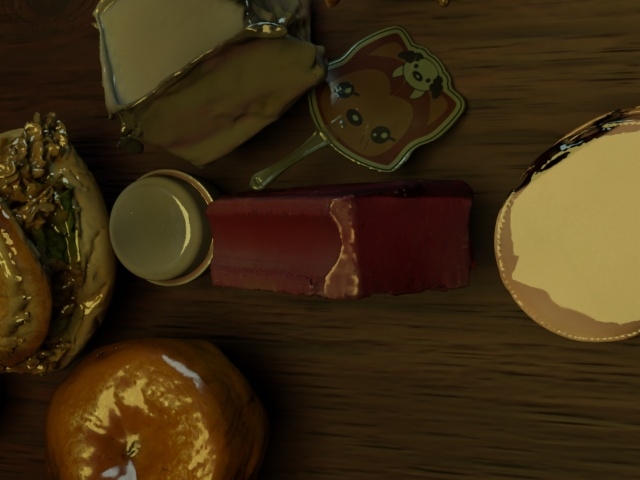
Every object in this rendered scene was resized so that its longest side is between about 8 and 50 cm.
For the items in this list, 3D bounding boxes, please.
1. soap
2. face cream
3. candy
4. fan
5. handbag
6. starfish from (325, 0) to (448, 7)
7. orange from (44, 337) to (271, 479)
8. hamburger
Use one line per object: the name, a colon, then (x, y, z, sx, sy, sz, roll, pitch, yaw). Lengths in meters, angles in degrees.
soap: (0.000, 0.000, 0.898, 0.250, 0.162, 0.099, 1, 99, 52)
face cream: (-0.146, -0.014, 0.987, 0.117, 0.104, 0.117, 2, 95, 22)
candy: (-0.105, -0.180, 0.916, 0.195, 0.137, 0.184, -33, 52, 21)
fan: (0.025, -0.110, 0.913, 0.220, 0.009, 0.132, -34, 73, -8)
handbag: (0.253, -0.018, 0.826, 0.205, 0.116, 0.179, -35, 81, 20)
starfish: (0.122, -0.296, 0.760, 0.375, 0.327, 0.094, -26, 58, 29)
orange: (-0.164, 0.214, 0.972, 0.249, 0.183, 0.248, -4, 74, 15)
hamburger: (-0.321, 0.007, 1.023, 0.243, 0.146, 0.285, 19, 116, 38)
